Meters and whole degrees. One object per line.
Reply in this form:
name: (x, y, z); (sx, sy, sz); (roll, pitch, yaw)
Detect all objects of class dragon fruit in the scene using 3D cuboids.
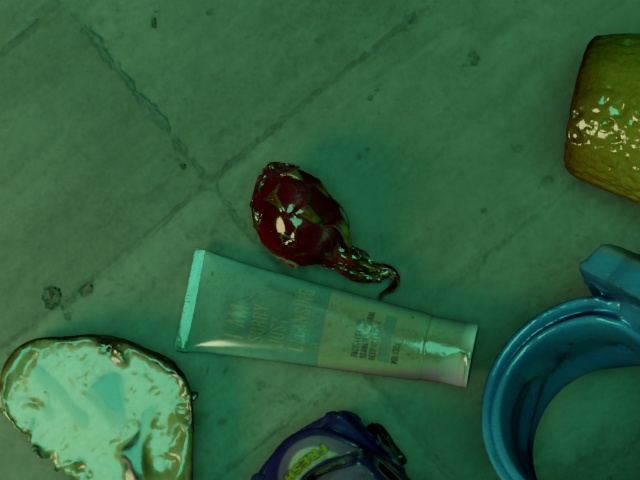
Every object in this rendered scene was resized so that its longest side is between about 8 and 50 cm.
dragon fruit: (0.000, 0.000, 1.877); (0.190, 0.094, 0.094); (44, 88, -7)

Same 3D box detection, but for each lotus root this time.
lotus root: (-0.213, 0.188, 1.873); (0.261, 0.074, 0.170); (32, 84, 4)

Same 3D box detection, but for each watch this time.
watch: (0.324, 0.185, 1.739); (0.305, 0.241, 0.274); (35, 82, 34)

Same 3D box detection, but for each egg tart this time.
egg tart: (0.331, -0.127, 1.825); (0.147, 0.202, 0.202); (13, 85, 12)

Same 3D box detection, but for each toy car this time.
toy car: (0.032, 0.281, 1.802); (0.172, 0.158, 0.235); (-40, 71, -1)

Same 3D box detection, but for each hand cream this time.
hand cream: (0.006, 0.087, 1.878); (0.312, 0.070, 0.111); (9, 90, 6)
